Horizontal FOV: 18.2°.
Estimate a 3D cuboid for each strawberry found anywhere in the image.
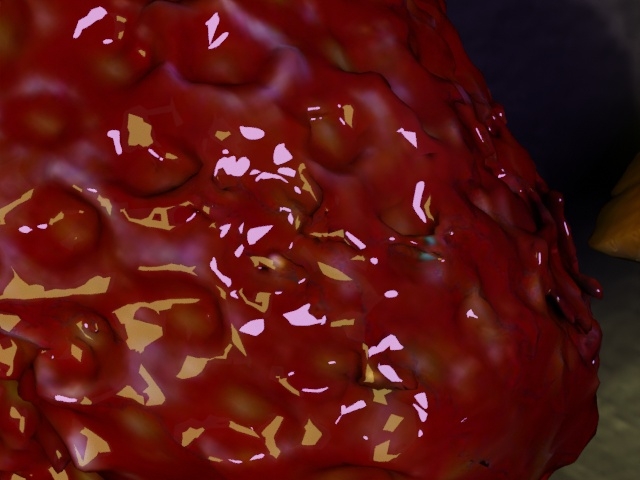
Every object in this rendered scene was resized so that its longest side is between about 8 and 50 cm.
[{"bbox_3d":[0.000,0.000,0.549,0.178,0.234,0.234,30,125,32],"label":"strawberry"}]

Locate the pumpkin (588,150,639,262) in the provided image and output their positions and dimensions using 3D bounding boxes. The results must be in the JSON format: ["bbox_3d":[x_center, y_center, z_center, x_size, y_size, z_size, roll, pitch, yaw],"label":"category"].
[{"bbox_3d":[0.194,-0.041,0.465,0.126,0.131,0.248,36,151,-15],"label":"pumpkin"}]
